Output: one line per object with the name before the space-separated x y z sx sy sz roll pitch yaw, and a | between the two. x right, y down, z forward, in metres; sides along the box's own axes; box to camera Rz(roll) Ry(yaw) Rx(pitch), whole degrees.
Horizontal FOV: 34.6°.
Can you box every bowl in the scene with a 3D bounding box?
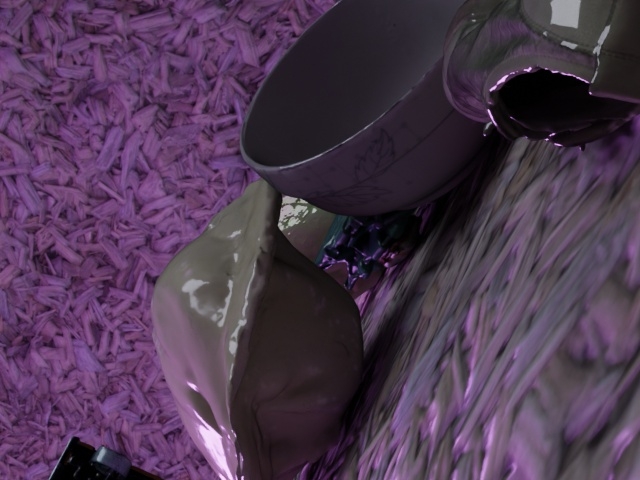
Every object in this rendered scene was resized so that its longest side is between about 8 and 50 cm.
bowl | 0.073 -0.134 1.011 0.287 0.144 0.287 -33 31 23

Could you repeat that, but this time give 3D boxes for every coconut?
coconut | 0.000 0.000 1.467 0.205 0.236 0.235 32 -98 -50

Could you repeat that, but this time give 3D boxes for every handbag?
handbag | 0.109 -0.090 1.256 0.274 0.100 0.268 -65 6 -29

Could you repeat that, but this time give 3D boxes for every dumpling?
dumpling | -0.075 0.153 1.054 0.315 0.233 0.395 -77 -9 -59

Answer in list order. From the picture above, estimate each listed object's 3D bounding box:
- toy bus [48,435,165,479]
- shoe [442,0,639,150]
toy bus | -0.229 0.383 1.357 0.167 0.275 0.138 111 -177 -66
shoe | 0.125 -0.095 0.557 0.275 0.103 0.098 119 166 -83
